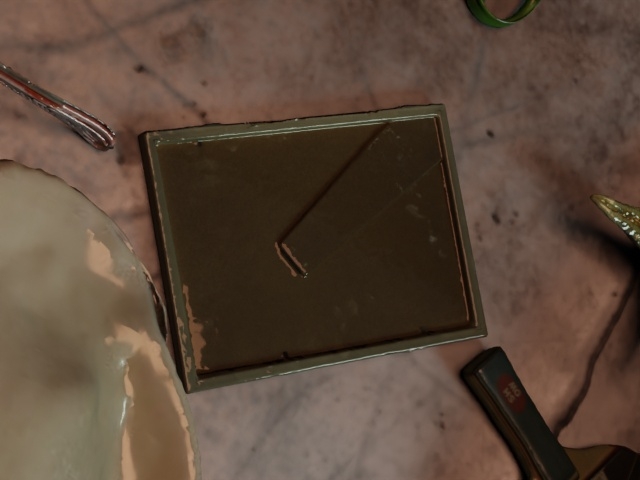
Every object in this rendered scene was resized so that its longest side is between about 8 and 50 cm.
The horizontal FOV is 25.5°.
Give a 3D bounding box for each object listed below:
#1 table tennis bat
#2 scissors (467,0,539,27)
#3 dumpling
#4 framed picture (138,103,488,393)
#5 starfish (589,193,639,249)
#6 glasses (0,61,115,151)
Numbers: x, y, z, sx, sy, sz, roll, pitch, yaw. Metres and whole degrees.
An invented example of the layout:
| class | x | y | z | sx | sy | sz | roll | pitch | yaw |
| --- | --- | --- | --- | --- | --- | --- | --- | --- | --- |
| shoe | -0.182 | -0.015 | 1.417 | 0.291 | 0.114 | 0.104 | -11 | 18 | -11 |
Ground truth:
| class | x | y | z | sx | sy | sz | roll | pitch | yaw |
| --- | --- | --- | --- | --- | --- | --- | --- | --- | --- |
| table tennis bat | 0.199 | 0.212 | 1.082 | 0.173 | 0.022 | 0.301 | -37 | 102 | -28 |
| scissors | 0.193 | -0.243 | 1.140 | 0.204 | 0.027 | 0.101 | -24 | 97 | -26 |
| dumpling | -0.202 | 0.146 | 0.788 | 0.260 | 0.181 | 0.341 | 38 | 54 | -12 |
| framed picture | 0.000 | 0.000 | 1.010 | 0.250 | 0.016 | 0.184 | -9 | 87 | -29 |
| starfish | 0.286 | 0.013 | 1.135 | 0.217 | 0.050 | 0.223 | 39 | 47 | -35 |
| glasses | -0.180 | -0.216 | 0.891 | 0.268 | 0.118 | 0.234 | 36 | 67 | -19 |
